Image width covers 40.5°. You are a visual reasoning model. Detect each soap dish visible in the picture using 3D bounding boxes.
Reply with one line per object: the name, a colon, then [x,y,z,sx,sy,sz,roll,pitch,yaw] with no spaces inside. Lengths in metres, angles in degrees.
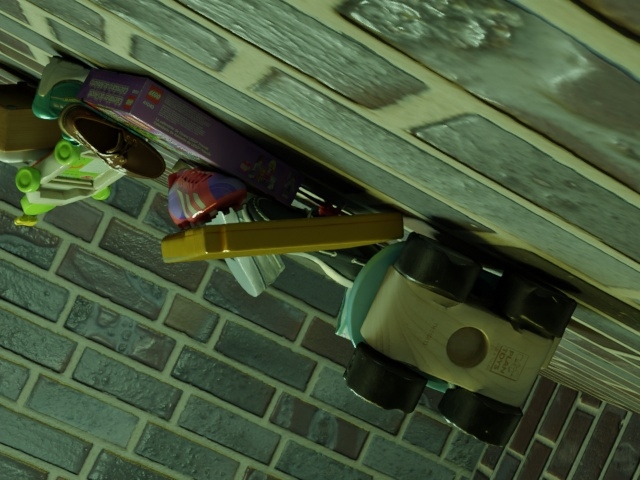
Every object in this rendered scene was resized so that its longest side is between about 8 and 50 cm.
soap dish: [-0.677,-0.269,1.929,0.290,0.118,0.228,23,-156,35]

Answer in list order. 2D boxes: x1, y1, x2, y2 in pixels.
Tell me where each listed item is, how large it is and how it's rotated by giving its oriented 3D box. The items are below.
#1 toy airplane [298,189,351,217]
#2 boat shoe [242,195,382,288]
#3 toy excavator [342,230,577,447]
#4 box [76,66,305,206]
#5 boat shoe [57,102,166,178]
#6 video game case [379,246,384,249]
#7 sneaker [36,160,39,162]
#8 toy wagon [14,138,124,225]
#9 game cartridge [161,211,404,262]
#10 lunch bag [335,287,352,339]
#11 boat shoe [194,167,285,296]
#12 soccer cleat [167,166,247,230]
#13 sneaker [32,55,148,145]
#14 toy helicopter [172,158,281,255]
toy airplane: [0.018,-0.050,1.455,0.151,0.028,0.151,25,177,2]
boat shoe: [-0.008,-0.015,1.676,0.302,0.091,0.114,27,-140,-26]
toy excavator: [0.234,0.124,1.326,0.432,0.222,0.445,22,-171,-11]
box: [-0.189,-0.150,1.270,0.293,0.057,0.201,29,175,-37]
boat shoe: [-0.305,-0.140,1.290,0.178,0.064,0.060,32,178,-32]
video game case: [0.171,0.049,1.830,0.157,0.019,0.143,24,176,28]
sneaker: [-0.595,-0.214,2.117,0.111,0.121,0.299,13,-147,9]
toy wagon: [-0.554,-0.140,1.929,0.068,0.344,0.267,65,-160,11]
game cartridge: [-0.070,-0.005,1.299,0.285,0.053,0.323,-4,177,-21]
lunch bag: [0.168,0.139,1.980,0.223,0.160,0.262,26,-151,-6]
boat shoe: [-0.156,-0.048,1.914,0.135,0.156,0.367,29,150,46]
soccer cleat: [-0.177,-0.072,1.272,0.248,0.083,0.095,-14,98,68]
sneaker: [-0.372,-0.201,1.395,0.107,0.110,0.275,25,175,21]
toy helicopter: [-0.222,-0.084,2.135,0.355,0.140,0.235,40,179,-25]
